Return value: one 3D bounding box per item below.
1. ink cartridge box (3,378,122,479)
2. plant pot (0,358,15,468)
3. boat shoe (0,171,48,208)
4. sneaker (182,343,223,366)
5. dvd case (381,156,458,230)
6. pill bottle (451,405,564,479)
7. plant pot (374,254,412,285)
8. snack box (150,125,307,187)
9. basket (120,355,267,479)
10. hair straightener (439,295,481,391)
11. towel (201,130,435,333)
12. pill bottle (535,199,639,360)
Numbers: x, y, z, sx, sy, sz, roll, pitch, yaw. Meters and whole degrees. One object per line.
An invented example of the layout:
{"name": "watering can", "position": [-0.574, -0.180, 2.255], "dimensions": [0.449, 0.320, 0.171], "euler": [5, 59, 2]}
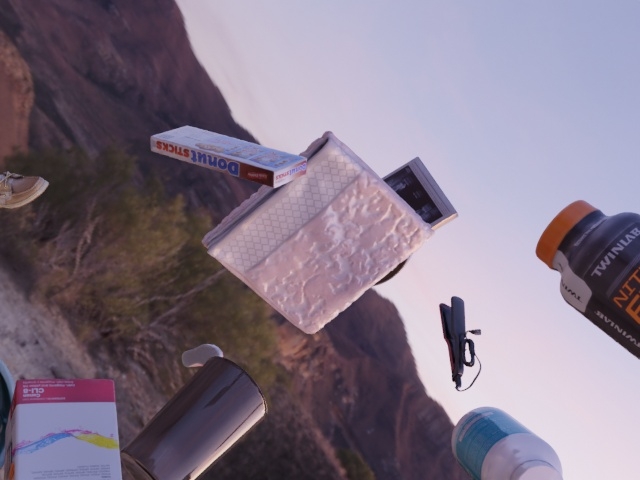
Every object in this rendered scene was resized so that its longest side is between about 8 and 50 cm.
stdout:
{"name": "ink cartridge box", "position": [-0.335, 0.288, 0.901], "dimensions": [0.128, 0.128, 0.176], "euler": [-61, -145, 36]}
{"name": "plant pot", "position": [-0.748, 0.278, 1.270], "dimensions": [0.334, 0.341, 0.341], "euler": [14, -43, 60]}
{"name": "boat shoe", "position": [-0.468, -0.077, 1.041], "dimensions": [0.050, 0.136, 0.045], "euler": [-75, 146, -44]}
{"name": "sneaker", "position": [-0.246, 0.258, 1.569], "dimensions": [0.134, 0.070, 0.050], "euler": [-16, -104, 43]}
{"name": "dvd case", "position": [0.159, -0.060, 1.557], "dimensions": [0.179, 0.239, 0.029], "euler": [61, 5, 31]}
{"name": "pill bottle", "position": [0.349, 0.411, 1.294], "dimensions": [0.146, 0.146, 0.264], "euler": [60, -5, -6]}
{"name": "plant pot", "position": [0.151, -0.021, 1.944], "dimensions": [0.284, 0.284, 0.191], "euler": [59, 23, 11]}
{"name": "snack box", "position": [-0.106, -0.098, 0.795], "dimensions": [0.178, 0.064, 0.022], "euler": [18, -62, 28]}
{"name": "basket", "position": [-0.230, 0.344, 1.249], "dimensions": [0.154, 0.227, 0.204], "euler": [43, -34, 8]}
{"name": "hair straightener", "position": [0.301, 0.216, 1.498], "dimensions": [0.047, 0.089, 0.230], "euler": [26, 46, -23]}
{"name": "towel", "position": [0.000, 0.000, 1.315], "dimensions": [0.317, 0.332, 0.053], "euler": [41, 18, -30]}
{"name": "pill bottle", "position": [0.358, 0.056, 0.767], "dimensions": [0.246, 0.130, 0.130], "euler": [43, -14, 33]}
